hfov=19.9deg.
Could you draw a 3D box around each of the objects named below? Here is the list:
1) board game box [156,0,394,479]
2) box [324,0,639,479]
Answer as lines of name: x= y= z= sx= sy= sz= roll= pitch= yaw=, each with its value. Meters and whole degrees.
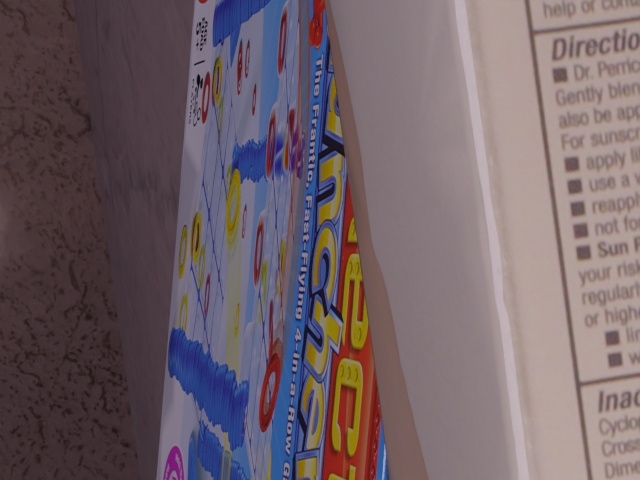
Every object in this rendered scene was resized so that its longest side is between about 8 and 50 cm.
board game box: x=0.021 y=0.004 z=0.625 sx=0.302 sy=0.086 sz=0.308 roll=180 pitch=94 yaw=-74
box: x=0.086 y=-0.018 z=0.420 sx=0.121 sy=0.148 sz=0.311 roll=-174 pitch=77 yaw=-78
